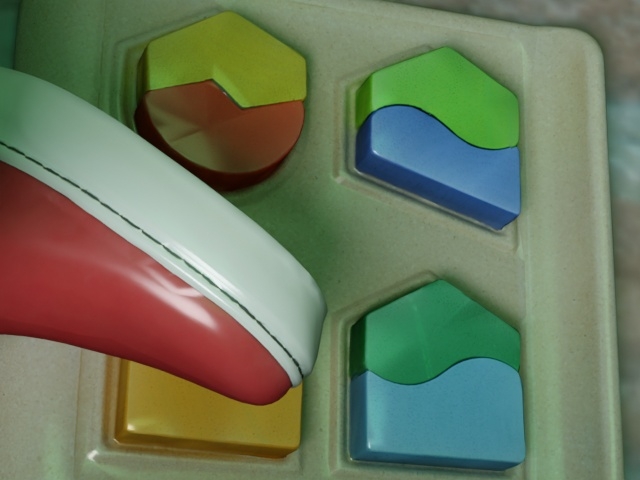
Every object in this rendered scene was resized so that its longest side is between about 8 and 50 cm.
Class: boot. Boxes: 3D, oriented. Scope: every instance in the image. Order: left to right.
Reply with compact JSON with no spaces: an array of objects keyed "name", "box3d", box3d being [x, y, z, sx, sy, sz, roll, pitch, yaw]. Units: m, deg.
[{"name":"boot","box3d":[-0.134,0.031,0.421,0.244,0.088,0.176,23,69,17]}]

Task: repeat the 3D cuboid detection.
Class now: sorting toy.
[{"name":"sorting toy","box3d":[0.000,0.000,0.512,0.208,0.038,0.193,5,70,-12]}]
